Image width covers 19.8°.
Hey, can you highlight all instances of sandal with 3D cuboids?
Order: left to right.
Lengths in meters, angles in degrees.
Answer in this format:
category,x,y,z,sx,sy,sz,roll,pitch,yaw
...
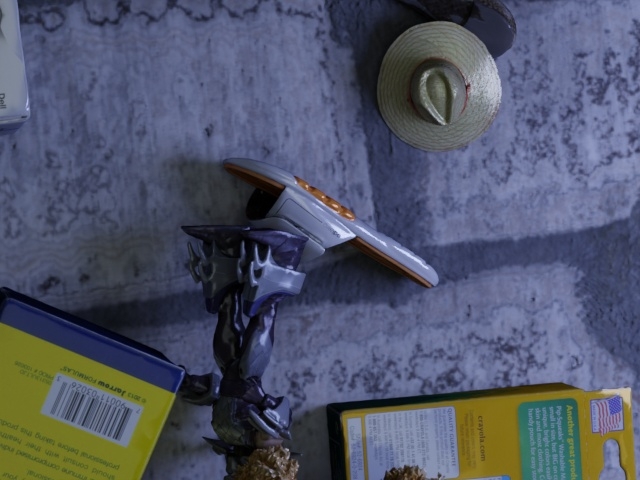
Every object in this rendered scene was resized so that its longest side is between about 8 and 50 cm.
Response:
category,x,y,z,sx,sy,sz,roll,pitch,yaw
sandal,0.003,0.000,1.930,0.265,0.102,0.076,32,82,-12

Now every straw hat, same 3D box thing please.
category,x,y,z,sx,sy,sz,roll,pitch,yaw
straw hat,0.125,-0.157,1.948,0.144,0.061,0.144,1,106,2

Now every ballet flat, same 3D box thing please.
category,x,y,z,sx,sy,sz,roll,pitch,yaw
ballet flat,0.110,-0.288,1.973,0.250,0.058,0.084,36,120,-5

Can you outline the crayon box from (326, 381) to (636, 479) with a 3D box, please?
category,x,y,z,sx,sy,sz,roll,pitch,yaw
crayon box,0.176,0.266,1.980,0.323,0.083,0.203,-4,92,-11

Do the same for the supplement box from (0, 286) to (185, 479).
category,x,y,z,sx,sy,sz,roll,pitch,yaw
supplement box,-0.300,0.248,1.826,0.195,0.194,0.356,23,86,-11

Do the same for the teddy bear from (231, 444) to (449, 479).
category,x,y,z,sx,sy,sz,roll,pitch,yaw
teddy bear,-0.024,0.315,1.824,0.338,0.113,0.245,10,128,-16

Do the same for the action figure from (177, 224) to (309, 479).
category,x,y,z,sx,sy,sz,roll,pitch,yaw
action figure,-0.084,0.127,1.877,0.099,0.185,0.285,-1,94,-41

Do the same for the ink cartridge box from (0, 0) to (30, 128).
category,x,y,z,sx,sy,sz,roll,pitch,yaw
ink cartridge box,-0.352,-0.202,1.764,0.117,0.278,0.201,-7,92,-12
